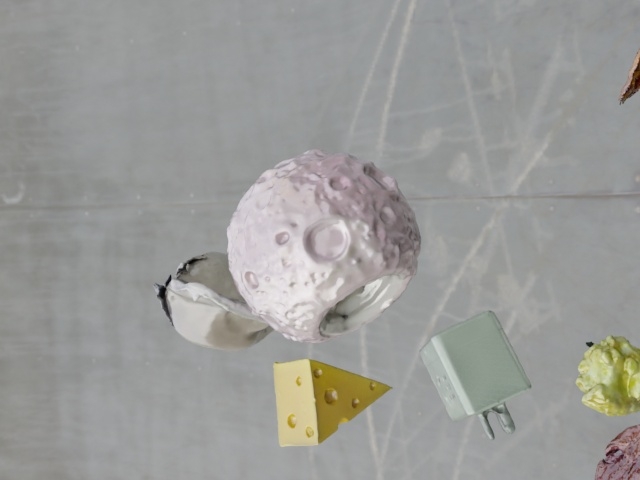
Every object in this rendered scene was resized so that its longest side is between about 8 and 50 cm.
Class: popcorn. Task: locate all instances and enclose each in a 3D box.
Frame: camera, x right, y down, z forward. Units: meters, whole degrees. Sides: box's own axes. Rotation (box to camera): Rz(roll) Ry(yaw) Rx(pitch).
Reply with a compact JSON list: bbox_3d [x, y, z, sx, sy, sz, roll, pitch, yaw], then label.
[{"bbox_3d":[0.609,0.277,1.490,0.142,0.174,0.173,-87,3,-65],"label":"popcorn"}]

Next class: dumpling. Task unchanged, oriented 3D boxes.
[{"bbox_3d":[-0.153,0.122,1.190,0.204,0.163,0.293,45,180,13],"label":"dumpling"}]

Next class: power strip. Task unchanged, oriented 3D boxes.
[{"bbox_3d":[0.305,0.270,1.382,0.140,0.139,0.224,102,145,-69],"label":"power strip"}]

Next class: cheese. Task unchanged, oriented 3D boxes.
[{"bbox_3d":[0.024,0.242,1.117,0.093,0.171,0.126,-19,74,45],"label":"cheese"}]

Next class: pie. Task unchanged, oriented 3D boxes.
[{"bbox_3d":[0.494,-0.283,1.057,0.033,0.191,0.088,26,152,31],"label":"pie"},{"bbox_3d":[0.420,0.308,0.924,0.153,0.038,0.153,-46,27,32],"label":"pie"}]

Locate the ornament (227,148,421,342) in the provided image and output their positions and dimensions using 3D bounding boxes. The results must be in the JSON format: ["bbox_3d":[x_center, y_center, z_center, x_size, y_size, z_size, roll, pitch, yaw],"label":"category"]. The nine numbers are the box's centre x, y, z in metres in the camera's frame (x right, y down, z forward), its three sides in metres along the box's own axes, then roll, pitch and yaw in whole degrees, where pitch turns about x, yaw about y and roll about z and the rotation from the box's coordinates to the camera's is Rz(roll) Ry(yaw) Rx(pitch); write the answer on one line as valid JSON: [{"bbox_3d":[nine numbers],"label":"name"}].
[{"bbox_3d":[0.000,0.000,0.962,0.225,0.259,0.259,55,147,26],"label":"ornament"}]
